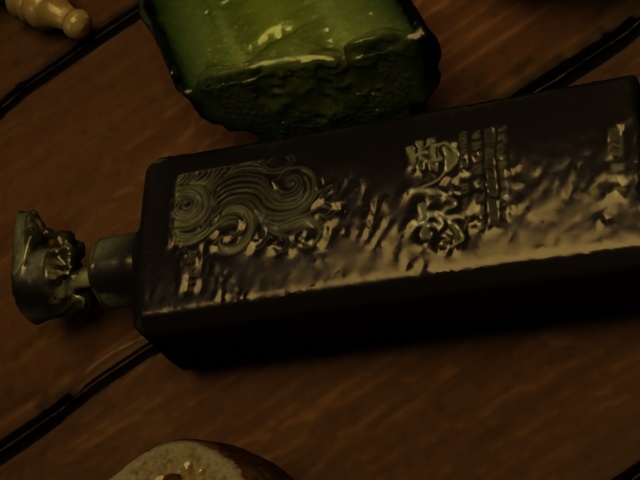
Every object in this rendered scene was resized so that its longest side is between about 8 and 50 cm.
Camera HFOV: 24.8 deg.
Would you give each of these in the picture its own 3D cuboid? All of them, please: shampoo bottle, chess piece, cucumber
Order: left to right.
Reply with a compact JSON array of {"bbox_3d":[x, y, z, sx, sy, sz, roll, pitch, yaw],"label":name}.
[{"bbox_3d":[-0.166,-0.139,0.830,0.092,0.035,0.035,32,79,27],"label":"chess piece"},{"bbox_3d":[-0.023,-0.109,0.734,0.115,0.086,0.193,-33,52,1],"label":"cucumber"},{"bbox_3d":[0.000,0.001,0.677,0.310,0.071,0.098,-10,65,18],"label":"shampoo bottle"}]

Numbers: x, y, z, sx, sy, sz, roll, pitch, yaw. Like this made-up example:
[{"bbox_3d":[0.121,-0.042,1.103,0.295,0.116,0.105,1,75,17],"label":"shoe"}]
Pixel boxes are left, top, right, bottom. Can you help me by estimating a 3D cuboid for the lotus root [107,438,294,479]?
[{"bbox_3d":[-0.057,0.147,0.623,0.112,0.081,0.122,13,70,33],"label":"lotus root"}]
